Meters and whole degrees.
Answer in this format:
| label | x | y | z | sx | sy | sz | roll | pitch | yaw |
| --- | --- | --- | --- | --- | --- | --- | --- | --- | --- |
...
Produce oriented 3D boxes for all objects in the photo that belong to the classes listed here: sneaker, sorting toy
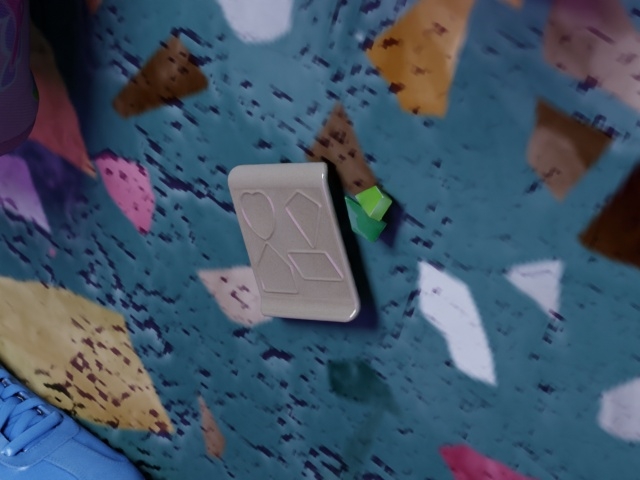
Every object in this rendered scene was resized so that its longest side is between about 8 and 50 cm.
| label | x | y | z | sx | sy | sz | roll | pitch | yaw |
| --- | --- | --- | --- | --- | --- | --- | --- | --- | --- |
| sneaker | -0.166 | 0.091 | 0.800 | 0.209 | 0.069 | 0.082 | 12 | 116 | 40 |
| sorting toy | 0.000 | 0.000 | 0.630 | 0.083 | 0.012 | 0.062 | 1 | 107 | 48 |

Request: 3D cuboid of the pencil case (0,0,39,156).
| label | x | y | z | sx | sy | sz | roll | pitch | yaw |
| --- | --- | --- | --- | --- | --- | --- | --- | --- | --- |
| pencil case | -0.154 | -0.161 | 0.614 | 0.124 | 0.124 | 0.284 | 36 | 134 | 25 |
